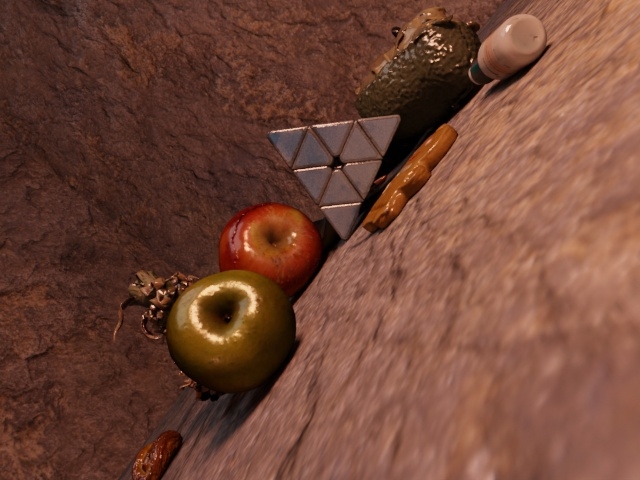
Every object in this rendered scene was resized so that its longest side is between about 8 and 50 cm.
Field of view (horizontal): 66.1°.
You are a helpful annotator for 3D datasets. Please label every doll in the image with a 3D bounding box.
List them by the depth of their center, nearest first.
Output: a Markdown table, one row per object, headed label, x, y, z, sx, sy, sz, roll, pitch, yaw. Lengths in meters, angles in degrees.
| label | x | y | z | sx | sy | sz | roll | pitch | yaw |
| --- | --- | --- | --- | --- | --- | --- | --- | --- | --- |
| doll | 0.226 | -0.381 | 1.136 | 0.247 | 0.247 | 0.349 | -52 | 13 | -18 |

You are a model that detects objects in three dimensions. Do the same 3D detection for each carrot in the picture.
| label | x | y | z | sx | sy | sz | roll | pitch | yaw |
| --- | --- | --- | --- | --- | --- | --- | --- | --- | --- |
| carrot | 0.137 | -0.139 | 1.395 | 0.142 | 0.035 | 0.035 | -39 | 11 | 41 |

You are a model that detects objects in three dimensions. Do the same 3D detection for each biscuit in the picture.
| label | x | y | z | sx | sy | sz | roll | pitch | yaw |
| --- | --- | --- | --- | --- | --- | --- | --- | --- | --- |
| biscuit | 0.162 | -0.119 | 0.884 | 0.249 | 0.035 | 0.184 | -51 | 4 | -7 |

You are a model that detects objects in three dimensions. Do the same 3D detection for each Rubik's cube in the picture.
| label | x | y | z | sx | sy | sz | roll | pitch | yaw |
| --- | --- | --- | --- | --- | --- | --- | --- | --- | --- |
| Rubik's cube | 0.043 | -0.180 | 1.190 | 0.228 | 0.229 | 0.233 | -39 | -41 | -27 |

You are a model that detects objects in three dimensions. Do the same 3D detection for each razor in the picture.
| label | x | y | z | sx | sy | sz | roll | pitch | yaw |
| --- | --- | --- | --- | --- | --- | --- | --- | --- | --- |
| razor | 0.184 | -0.272 | 1.483 | 0.204 | 0.113 | 0.349 | -56 | 6 | -28 |

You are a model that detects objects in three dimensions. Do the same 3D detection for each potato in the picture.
| label | x | y | z | sx | sy | sz | roll | pitch | yaw |
| --- | --- | --- | --- | --- | --- | --- | --- | --- | --- |
| potato | 0.003 | 0.000 | 1.405 | 0.261 | 0.100 | 0.120 | 178 | 96 | -66 |

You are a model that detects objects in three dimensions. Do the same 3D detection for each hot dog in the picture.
| label | x | y | z | sx | sy | sz | roll | pitch | yaw |
| --- | --- | --- | --- | --- | --- | --- | --- | --- | --- |
| hot dog | -0.363 | 0.481 | 1.089 | 0.099 | 0.065 | 0.147 | -39 | 6 | 19 |

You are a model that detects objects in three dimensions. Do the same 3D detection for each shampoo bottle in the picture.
| label | x | y | z | sx | sy | sz | roll | pitch | yaw |
| --- | --- | --- | --- | --- | --- | --- | --- | --- | --- |
| shampoo bottle | 0.287 | -0.295 | 0.793 | 0.074 | 0.074 | 0.192 | -51 | 5 | -1 |

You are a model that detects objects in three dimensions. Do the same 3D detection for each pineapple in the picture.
| label | x | y | z | sx | sy | sz | roll | pitch | yaw |
| --- | --- | --- | --- | --- | --- | --- | --- | --- | --- |
| pineapple | -0.264 | 0.151 | 0.996 | 0.262 | 0.272 | 0.262 | -47 | -29 | -37 |

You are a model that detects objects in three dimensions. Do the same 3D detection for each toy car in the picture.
| label | x | y | z | sx | sy | sz | roll | pitch | yaw |
| --- | --- | --- | --- | --- | --- | --- | --- | --- | --- |
| toy car | 0.083 | -0.101 | 1.359 | 0.095 | 0.056 | 0.205 | -37 | 2 | -36 |

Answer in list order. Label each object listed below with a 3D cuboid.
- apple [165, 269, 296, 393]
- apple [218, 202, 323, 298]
| label | x | y | z | sx | sy | sz | roll | pitch | yaw |
| --- | --- | --- | --- | --- | --- | --- | --- | --- | --- |
| apple | -0.133 | 0.142 | 0.764 | 0.196 | 0.196 | 0.157 | -52 | -21 | -20 |
| apple | -0.130 | 0.034 | 1.235 | 0.271 | 0.252 | 0.206 | -68 | 7 | -32 |
